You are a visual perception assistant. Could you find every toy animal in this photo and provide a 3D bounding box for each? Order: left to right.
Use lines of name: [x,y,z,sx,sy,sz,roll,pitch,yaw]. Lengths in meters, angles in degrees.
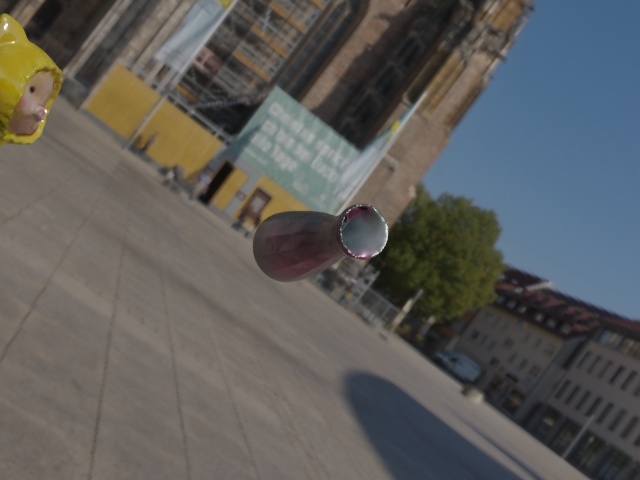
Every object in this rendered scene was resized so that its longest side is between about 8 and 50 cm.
toy animal: [-0.433,-0.161,1.078,0.156,0.230,0.156,41,-16,15]

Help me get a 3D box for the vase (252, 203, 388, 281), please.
vase: [0.000,0.000,0.970,0.086,0.086,0.214,37,-19,-18]
